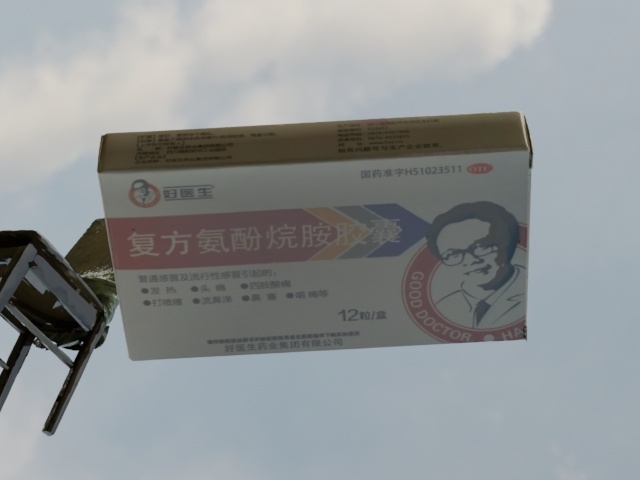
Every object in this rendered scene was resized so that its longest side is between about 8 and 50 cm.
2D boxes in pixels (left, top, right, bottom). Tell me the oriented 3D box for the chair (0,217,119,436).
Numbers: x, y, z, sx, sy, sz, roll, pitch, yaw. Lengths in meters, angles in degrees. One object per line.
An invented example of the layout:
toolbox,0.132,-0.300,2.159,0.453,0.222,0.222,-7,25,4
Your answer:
chair,-0.302,0.043,1.914,0.160,0.186,0.319,-5,-132,42

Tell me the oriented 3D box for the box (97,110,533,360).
box,0.000,0.000,1.486,0.353,0.214,0.069,-4,-141,0
